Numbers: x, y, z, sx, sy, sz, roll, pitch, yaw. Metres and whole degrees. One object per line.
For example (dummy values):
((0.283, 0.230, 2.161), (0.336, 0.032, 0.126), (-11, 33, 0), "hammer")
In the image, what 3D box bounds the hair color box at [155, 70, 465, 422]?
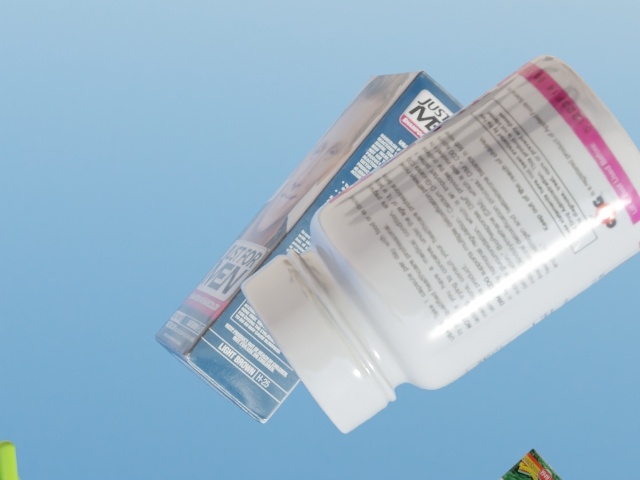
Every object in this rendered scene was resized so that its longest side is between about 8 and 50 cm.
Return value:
((0.000, 0.000, 1.760), (0.105, 0.347, 0.174), (42, 172, -14), "hair color box")

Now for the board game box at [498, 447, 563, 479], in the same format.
((0.266, 0.362, 1.981), (0.259, 0.136, 0.030), (47, -179, 26), "board game box")

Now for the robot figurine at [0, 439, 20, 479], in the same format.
((-0.268, 0.178, 1.363), (0.101, 0.115, 0.067), (-13, -137, 32), "robot figurine")

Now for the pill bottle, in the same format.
((0.094, 0.006, 1.334), (0.283, 0.160, 0.160), (-35, -158, -1), "pill bottle")
